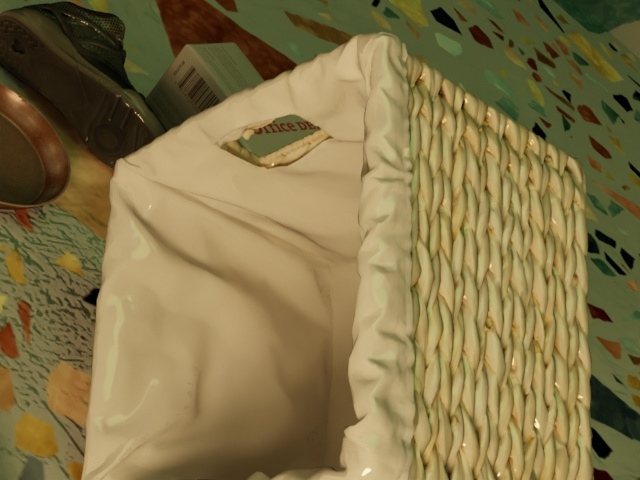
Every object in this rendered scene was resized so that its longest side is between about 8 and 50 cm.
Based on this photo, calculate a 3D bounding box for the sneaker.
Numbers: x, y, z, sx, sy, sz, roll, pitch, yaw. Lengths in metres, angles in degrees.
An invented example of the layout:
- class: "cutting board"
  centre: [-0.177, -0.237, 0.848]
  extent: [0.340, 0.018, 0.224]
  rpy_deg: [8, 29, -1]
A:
- class: "sneaker"
  centre: [-0.214, -0.160, 1.375]
  extent: [0.227, 0.087, 0.130]
  rpy_deg: [42, 36, 6]

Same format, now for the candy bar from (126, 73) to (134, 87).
- class: "candy bar"
  centre: [-0.217, -0.169, 1.452]
  extent: [0.040, 0.018, 0.161]
  rpy_deg: [7, 48, -47]

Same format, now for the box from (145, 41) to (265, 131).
- class: "box"
  centre: [-0.116, -0.144, 1.459]
  extent: [0.101, 0.102, 0.087]
  rpy_deg: [52, 33, 15]

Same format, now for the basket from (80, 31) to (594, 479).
- class: "basket"
  centre: [0.017, 0.075, 1.049]
  extent: [0.266, 0.328, 0.331]
  rpy_deg: [23, 60, -38]

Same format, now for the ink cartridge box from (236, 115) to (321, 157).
- class: "ink cartridge box"
  centre: [0.000, 0.000, 1.406]
  extent: [0.283, 0.117, 0.207]
  rpy_deg: [54, 31, 16]

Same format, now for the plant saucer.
- class: "plant saucer"
  centre: [-0.306, -0.088, 1.229]
  extent: [0.168, 0.029, 0.168]
  rpy_deg: [30, 34, -23]
